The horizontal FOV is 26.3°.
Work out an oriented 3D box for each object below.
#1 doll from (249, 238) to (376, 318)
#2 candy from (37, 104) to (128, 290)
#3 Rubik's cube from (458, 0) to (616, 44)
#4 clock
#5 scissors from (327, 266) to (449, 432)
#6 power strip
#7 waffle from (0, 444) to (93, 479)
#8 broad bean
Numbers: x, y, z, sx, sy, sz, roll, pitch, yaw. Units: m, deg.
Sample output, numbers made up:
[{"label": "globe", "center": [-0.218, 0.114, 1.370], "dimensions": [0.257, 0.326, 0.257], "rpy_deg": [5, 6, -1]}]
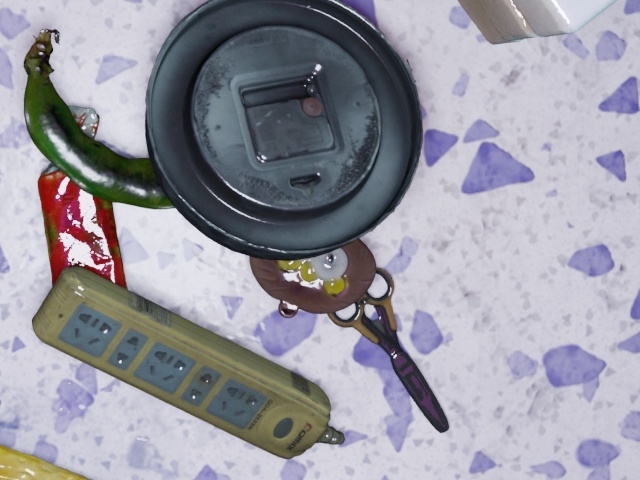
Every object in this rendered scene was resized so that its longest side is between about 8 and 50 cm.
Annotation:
[{"label": "doll", "center": [-0.008, -0.004, 1.556], "dimensions": [0.145, 0.096, 0.188], "rpy_deg": [3, 84, -11]}, {"label": "candy", "center": [-0.267, -0.005, 1.535], "dimensions": [0.086, 0.059, 0.292], "rpy_deg": [-9, 96, -6]}, {"label": "Rubik's cube", "center": [0.247, -0.423, 1.434], "dimensions": [0.322, 0.316, 0.319], "rpy_deg": [-38, 100, -1]}, {"label": "clock", "center": [-0.041, -0.129, 1.499], "dimensions": [0.312, 0.061, 0.313], "rpy_deg": [4, 74, -14]}, {"label": "scissors", "center": [0.091, 0.137, 1.619], "dimensions": [0.088, 0.017, 0.220], "rpy_deg": [-34, 99, -6]}, {"label": "power strip", "center": [-0.135, 0.151, 1.535], "dimensions": [0.387, 0.066, 0.092], "rpy_deg": [28, 111, -20]}, {"label": "waffle", "center": [-0.365, 0.343, 1.494], "dimensions": [0.221, 0.055, 0.248], "rpy_deg": [24, 52, -8]}, {"label": "broad bean", "center": [-0.209, -0.106, 1.501], "dimensions": [0.292, 0.049, 0.144], "rpy_deg": [29, 71, -20]}]
